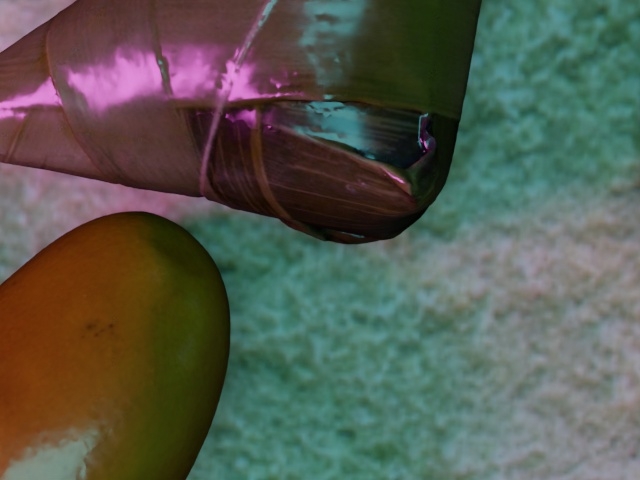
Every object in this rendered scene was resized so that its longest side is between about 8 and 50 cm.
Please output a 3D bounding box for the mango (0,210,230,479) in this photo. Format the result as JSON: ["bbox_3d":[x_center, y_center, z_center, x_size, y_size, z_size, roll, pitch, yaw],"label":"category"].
[{"bbox_3d":[-0.146,0.099,1.059,0.254,0.139,0.175,-46,51,-5],"label":"mango"}]

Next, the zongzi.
[{"bbox_3d":[-0.066,-0.164,1.077,0.318,0.154,0.289,9,82,5],"label":"zongzi"}]
